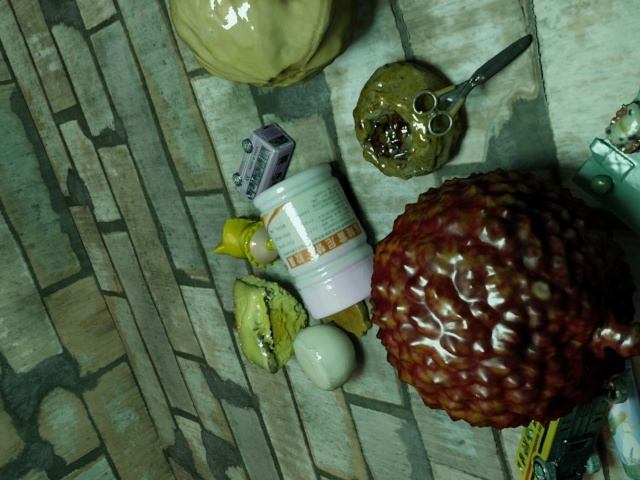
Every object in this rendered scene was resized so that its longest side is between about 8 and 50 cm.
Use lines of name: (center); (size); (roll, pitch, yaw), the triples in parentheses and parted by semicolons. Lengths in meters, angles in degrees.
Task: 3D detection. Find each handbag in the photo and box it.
handbag: (0.529, -0.102, 0.856); (0.274, 0.100, 0.268); (44, 139, 20)

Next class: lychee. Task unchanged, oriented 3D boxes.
lychee: (0.294, 0.097, 0.974); (0.500, 0.425, 0.424); (23, 130, 60)

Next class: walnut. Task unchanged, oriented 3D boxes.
walnut: (-0.108, -0.469, 1.120); (0.384, 0.384, 0.383); (26, 130, 36)

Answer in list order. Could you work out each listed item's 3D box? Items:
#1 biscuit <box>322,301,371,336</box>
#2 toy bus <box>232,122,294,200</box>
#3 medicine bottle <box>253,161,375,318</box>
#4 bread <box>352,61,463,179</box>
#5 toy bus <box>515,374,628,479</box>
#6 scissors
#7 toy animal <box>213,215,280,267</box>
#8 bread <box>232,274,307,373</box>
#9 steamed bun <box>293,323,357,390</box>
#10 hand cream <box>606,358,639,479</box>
biscuit: (0.041, 0.162, 1.599); (0.225, 0.036, 0.166); (26, 133, 33)
toy bus: (-0.142, -0.189, 1.540); (0.108, 0.096, 0.199); (41, 134, 17)
medicine bottle: (0.000, 0.000, 1.414); (0.202, 0.202, 0.315); (-25, 94, 51)
bread: (0.158, -0.223, 1.172); (0.230, 0.123, 0.230); (23, 125, 36)
toy bus: (0.463, 0.357, 1.165); (0.123, 0.121, 0.335); (-114, 19, -54)
scissors: (0.260, -0.269, 1.033); (0.220, 0.017, 0.088); (-36, 90, 21)
toy animal: (-0.174, 0.002, 1.653); (0.230, 0.156, 0.156); (3, 115, 49)
bread: (-0.153, 0.225, 1.745); (0.204, 0.163, 0.262); (10, 105, 44)
steamed bun: (0.019, 0.303, 1.624); (0.177, 0.131, 0.228); (45, 158, 22)
hand cream: (0.566, 0.336, 1.129); (0.088, 0.055, 0.256); (-12, 96, 57)
